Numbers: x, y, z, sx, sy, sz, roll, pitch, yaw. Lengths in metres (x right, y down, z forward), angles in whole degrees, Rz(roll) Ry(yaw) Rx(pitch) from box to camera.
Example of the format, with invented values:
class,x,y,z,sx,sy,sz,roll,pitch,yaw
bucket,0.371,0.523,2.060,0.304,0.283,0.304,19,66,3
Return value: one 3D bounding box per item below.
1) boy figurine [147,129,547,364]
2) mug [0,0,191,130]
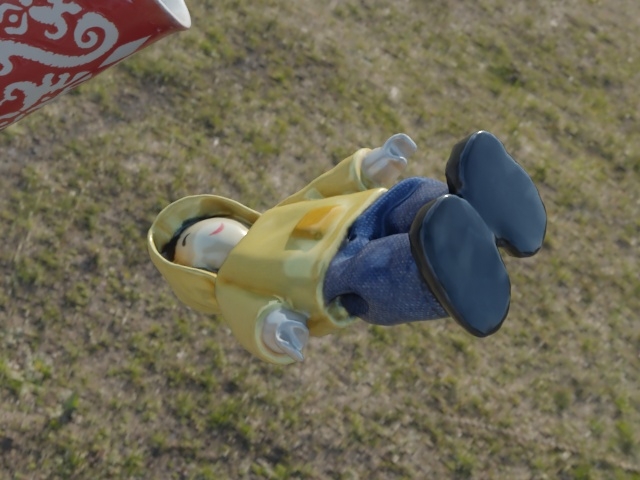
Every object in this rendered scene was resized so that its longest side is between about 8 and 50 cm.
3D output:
class,x,y,z,sx,sy,sz,roll,pitch,yaw
boy figurine,0.000,0.000,0.632,0.092,0.285,0.177,50,58,-28
mug,-0.173,-0.124,0.515,0.150,0.169,0.113,63,9,29
